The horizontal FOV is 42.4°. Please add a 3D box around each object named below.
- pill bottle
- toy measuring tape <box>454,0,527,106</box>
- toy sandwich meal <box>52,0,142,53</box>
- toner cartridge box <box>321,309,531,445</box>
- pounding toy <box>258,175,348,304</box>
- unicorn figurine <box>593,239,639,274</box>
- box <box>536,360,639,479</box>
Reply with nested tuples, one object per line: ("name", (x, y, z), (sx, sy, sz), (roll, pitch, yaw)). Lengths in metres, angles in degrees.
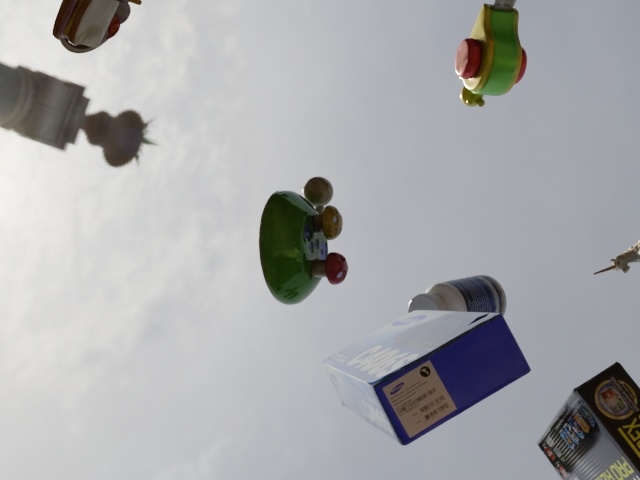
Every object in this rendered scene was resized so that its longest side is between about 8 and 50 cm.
("pill bottle", (0.233, 0.114, 1.416), (0.094, 0.169, 0.094), (10, -77, 48))
("toy measuring tape", (0.306, -0.345, 1.361), (0.121, 0.121, 0.330), (56, -35, 30))
("toy sandwich meal", (-0.180, -0.183, 0.670), (0.029, 0.085, 0.085), (37, -78, 15))
("toner cartridge box", (0.112, 0.157, 1.029), (0.165, 0.348, 0.075), (-27, -90, -10))
("pounding toy", (0.000, 0.000, 1.316), (0.110, 0.237, 0.183), (-3, -72, 22))
("unicorn figurine", (0.526, 0.009, 1.304), (0.111, 0.060, 0.162), (37, -74, 55))
("box", (0.350, 0.276, 0.929), (0.060, 0.270, 0.216), (-29, -114, -9))
